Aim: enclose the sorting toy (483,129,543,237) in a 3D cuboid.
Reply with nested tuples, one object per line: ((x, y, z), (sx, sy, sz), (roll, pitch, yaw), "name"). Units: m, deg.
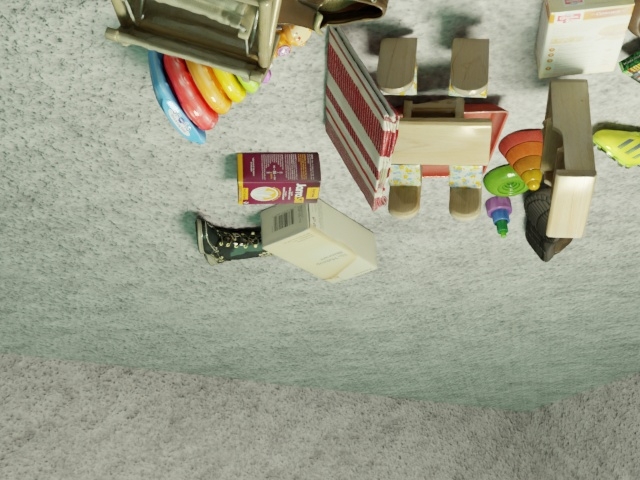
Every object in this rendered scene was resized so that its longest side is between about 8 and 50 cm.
((0.469, -0.114, 1.967), (0.127, 0.126, 0.365), (-2, 153, -4), "sorting toy")

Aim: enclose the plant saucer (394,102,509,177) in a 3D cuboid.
((0.257, -0.223, 1.807), (0.259, 0.048, 0.258), (-3, 153, -4), "plant saucer")

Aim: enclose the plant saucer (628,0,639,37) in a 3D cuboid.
((0.647, -0.415, 1.497), (0.168, 0.029, 0.168), (-4, 154, -2), "plant saucer")

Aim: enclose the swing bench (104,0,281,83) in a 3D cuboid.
((-0.190, -0.365, 1.260), (0.253, 0.165, 0.254), (15, 152, -1), "swing bench")

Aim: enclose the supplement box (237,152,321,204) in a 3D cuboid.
((-0.097, -0.141, 1.883), (0.188, 0.081, 0.104), (-1, 153, -6), "supplement box")

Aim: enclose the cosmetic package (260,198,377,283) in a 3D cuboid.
((0.000, 0.000, 2.147), (0.160, 0.113, 0.309), (-22, 148, 31), "cosmetic package")

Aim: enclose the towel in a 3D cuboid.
((0.073, -0.229, 1.578), (0.037, 0.237, 0.329), (-24, 156, -12), "towel")

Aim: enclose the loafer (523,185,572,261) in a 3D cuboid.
((0.609, -0.064, 2.118), (0.130, 0.134, 0.366), (-33, 162, -2), "loafer")

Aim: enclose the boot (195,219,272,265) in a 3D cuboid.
((-0.225, -0.004, 2.140), (0.178, 0.085, 0.236), (-7, 160, 2), "boot")

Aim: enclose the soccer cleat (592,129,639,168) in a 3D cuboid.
((0.743, -0.217, 1.872), (0.289, 0.093, 0.121), (15, 118, -25), "soccer cleat")

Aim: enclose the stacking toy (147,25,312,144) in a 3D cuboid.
((-0.148, -0.319, 1.481), (0.302, 0.166, 0.175), (-25, 140, 8), "stacking toy")

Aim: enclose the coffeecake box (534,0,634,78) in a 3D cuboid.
((0.474, -0.383, 1.490), (0.142, 0.068, 0.185), (-5, 154, 5), "coffeecake box")

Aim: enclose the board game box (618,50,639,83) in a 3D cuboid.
((0.715, -0.338, 1.625), (0.260, 0.030, 0.136), (11, 149, -43), "board game box")

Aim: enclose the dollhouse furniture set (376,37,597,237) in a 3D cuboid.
((0.299, -0.161, 1.553), (0.394, 0.256, 0.362), (2, 142, 9), "dollhouse furniture set")

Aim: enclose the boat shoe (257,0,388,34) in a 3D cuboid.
((-0.013, -0.394, 1.372), (0.257, 0.095, 0.095), (-8, 153, 8), "boat shoe")
